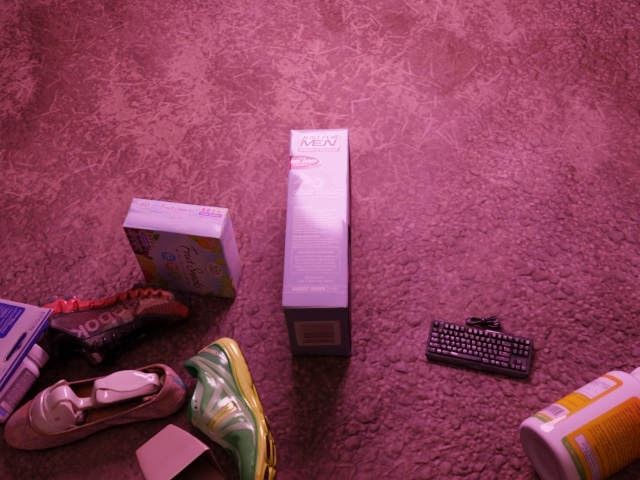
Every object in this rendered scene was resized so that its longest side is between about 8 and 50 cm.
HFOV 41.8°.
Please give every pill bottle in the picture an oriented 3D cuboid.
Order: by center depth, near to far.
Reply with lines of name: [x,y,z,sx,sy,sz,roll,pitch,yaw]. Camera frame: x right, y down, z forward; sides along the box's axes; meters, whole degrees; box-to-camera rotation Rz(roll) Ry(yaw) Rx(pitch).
pill bottle: [0.453,0.291,1.327,0.245,0.136,0.136,-26,59,-13]
pill bottle: [-0.538,0.239,1.451,0.078,0.078,0.137,24,61,17]

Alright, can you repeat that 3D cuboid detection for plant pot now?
plant pot: [-0.234,0.362,1.343,0.109,0.109,0.096,-38,52,-19]

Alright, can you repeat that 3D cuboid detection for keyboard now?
keyboard: [0.282,0.176,1.480,0.180,0.023,0.108,11,58,9]

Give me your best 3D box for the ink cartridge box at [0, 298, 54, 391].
ink cartridge box: [-0.588,0.177,1.433,0.332,0.065,0.165,6,53,36]

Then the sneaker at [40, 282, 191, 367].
sneaker: [-0.362,0.156,1.484,0.276,0.098,0.135,-9,57,0]

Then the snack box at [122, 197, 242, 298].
snack box: [-0.240,0.017,1.501,0.174,0.207,0.070,7,58,7]

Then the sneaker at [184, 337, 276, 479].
sneaker: [-0.151,0.300,1.382,0.123,0.109,0.295,-21,50,-6]

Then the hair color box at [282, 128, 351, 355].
hair color box: [0.000,0.000,1.512,0.113,0.185,0.374,-1,57,3]

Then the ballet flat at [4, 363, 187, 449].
ballet flat: [-0.386,0.267,1.408,0.316,0.106,0.108,-15,58,-6]
